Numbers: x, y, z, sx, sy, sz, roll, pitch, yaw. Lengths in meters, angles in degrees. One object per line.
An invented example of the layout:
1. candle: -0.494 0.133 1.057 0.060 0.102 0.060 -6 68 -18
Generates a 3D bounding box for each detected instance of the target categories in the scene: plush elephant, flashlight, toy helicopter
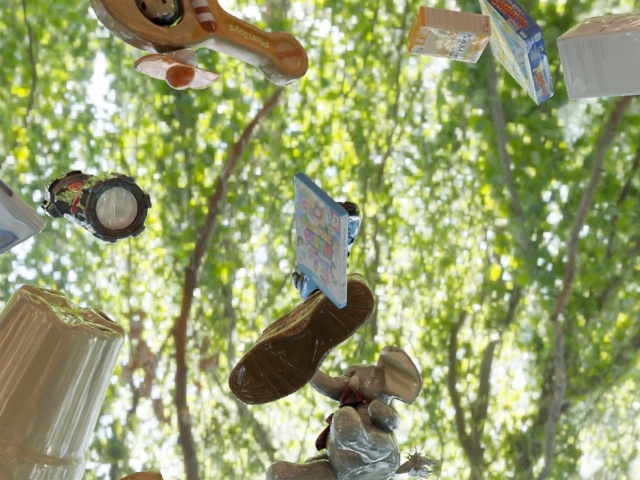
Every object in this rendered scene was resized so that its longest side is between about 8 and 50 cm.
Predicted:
1. plush elephant: 0.068 0.343 1.837 0.330 0.272 0.255 12 -135 -31
2. flashlight: -0.350 -0.065 1.420 0.103 0.103 0.304 12 -177 -27
3. toy helicopter: -0.165 -0.299 1.330 0.355 0.140 0.235 18 -122 -33

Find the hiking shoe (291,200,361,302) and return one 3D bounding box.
1. hiking shoe: 0.032 0.044 2.024 0.113 0.304 0.132 -4 -131 -24

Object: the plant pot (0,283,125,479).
1. plant pot: -0.528 0.261 1.724 0.334 0.305 0.334 27 180 0

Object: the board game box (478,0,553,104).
1. board game box: 0.317 -0.322 1.499 0.035 0.201 0.136 -35 -119 3

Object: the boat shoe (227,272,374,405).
1. boat shoe: -0.028 0.162 1.505 0.285 0.104 0.089 -37 -168 8

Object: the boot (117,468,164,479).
1. boot: -0.175 0.429 1.251 0.236 0.089 0.269 -17 -114 -37

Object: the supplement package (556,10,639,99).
1. supplement package: 0.474 -0.288 1.415 0.179 0.105 0.105 3 -150 42

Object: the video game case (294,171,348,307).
1. video game case: 0.000 0.000 1.304 0.015 0.166 0.119 -22 -137 -25

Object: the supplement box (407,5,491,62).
1. supplement box: 0.173 -0.277 1.241 0.098 0.062 0.036 6 -117 -9

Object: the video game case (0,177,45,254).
1. video game case: -0.694 -0.056 1.583 0.329 0.300 0.036 -26 -148 23
